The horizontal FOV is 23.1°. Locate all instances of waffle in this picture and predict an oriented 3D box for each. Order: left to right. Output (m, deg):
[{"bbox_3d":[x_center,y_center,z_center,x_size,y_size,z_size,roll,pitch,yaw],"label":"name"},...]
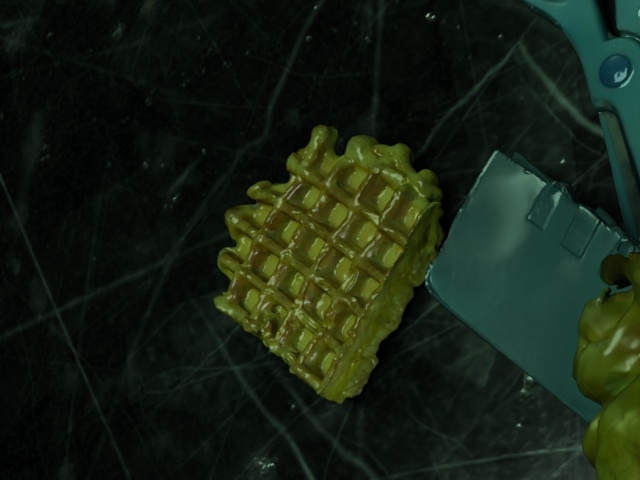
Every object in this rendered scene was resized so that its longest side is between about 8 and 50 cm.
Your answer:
[{"bbox_3d":[0.000,0.000,1.430,0.219,0.057,0.229,34,97,39],"label":"waffle"}]

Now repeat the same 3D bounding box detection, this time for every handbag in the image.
[{"bbox_3d":[0.192,0.037,1.253,0.221,0.057,0.144,43,116,38],"label":"handbag"}]

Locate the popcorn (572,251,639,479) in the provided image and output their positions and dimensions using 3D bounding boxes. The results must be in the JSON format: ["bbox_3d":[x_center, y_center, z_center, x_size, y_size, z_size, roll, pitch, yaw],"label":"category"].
[{"bbox_3d":[0.332,0.129,1.016,0.321,0.325,0.290,-103,28,-54],"label":"popcorn"}]

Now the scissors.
[{"bbox_3d":[0.254,-0.145,1.290,0.180,0.032,0.393,-22,65,36],"label":"scissors"}]
